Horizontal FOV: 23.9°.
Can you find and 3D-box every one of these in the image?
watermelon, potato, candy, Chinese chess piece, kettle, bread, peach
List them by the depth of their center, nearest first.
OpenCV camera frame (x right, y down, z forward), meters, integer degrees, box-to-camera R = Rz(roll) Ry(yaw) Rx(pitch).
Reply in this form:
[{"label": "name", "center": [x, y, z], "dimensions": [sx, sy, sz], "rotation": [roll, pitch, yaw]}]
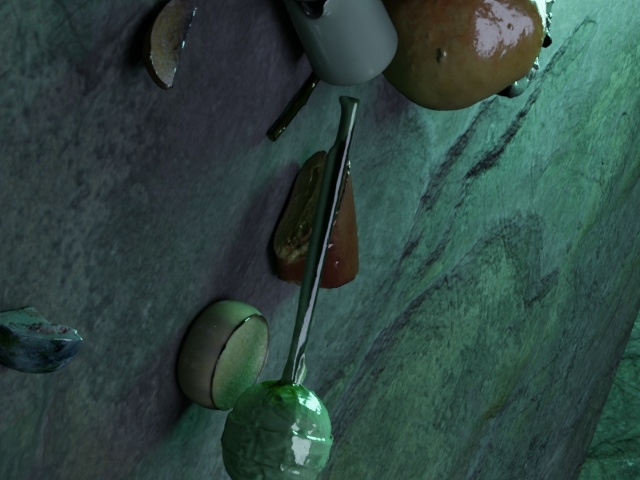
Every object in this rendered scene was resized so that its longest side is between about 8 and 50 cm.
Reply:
[{"label": "watermelon", "center": [-0.247, 0.081, 1.319], "dimensions": [0.085, 0.085, 0.061], "rotation": [72, 10, -53]}, {"label": "potato", "center": [-0.144, -0.177, 1.357], "dimensions": [0.037, 0.036, 0.093], "rotation": [30, 58, -29]}, {"label": "kettle", "center": [0.021, -0.249, 1.553], "dimensions": [0.127, 0.098, 0.148], "rotation": [-55, 149, -16]}, {"label": "candy", "center": [-0.012, 0.063, 1.617], "dimensions": [0.119, 0.119, 0.440], "rotation": [6, 98, -64]}, {"label": "Chinese chess piece", "center": [-0.104, 0.124, 1.641], "dimensions": [0.122, 0.051, 0.122], "rotation": [-47, 149, -40]}, {"label": "peach", "center": [0.152, -0.265, 1.676], "dimensions": [0.232, 0.232, 0.233], "rotation": [-44, 145, -42]}, {"label": "bread", "center": [0.001, 0.000, 1.732], "dimensions": [0.119, 0.067, 0.192], "rotation": [-53, 150, -31]}]

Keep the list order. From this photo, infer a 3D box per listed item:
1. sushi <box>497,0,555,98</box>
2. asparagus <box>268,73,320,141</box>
[{"label": "sushi", "center": [0.237, -0.294, 1.927], "dimensions": [0.147, 0.115, 0.213], "rotation": [-26, 133, -51]}, {"label": "asparagus", "center": [-0.010, -0.169, 1.644], "dimensions": [0.163, 0.016, 0.016], "rotation": [-56, 133, -24]}]
